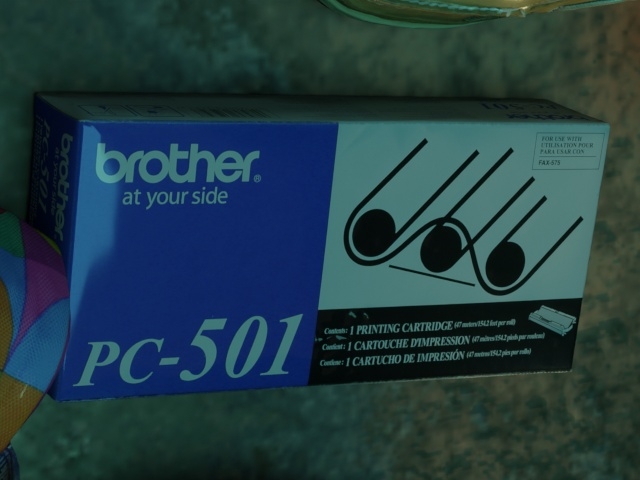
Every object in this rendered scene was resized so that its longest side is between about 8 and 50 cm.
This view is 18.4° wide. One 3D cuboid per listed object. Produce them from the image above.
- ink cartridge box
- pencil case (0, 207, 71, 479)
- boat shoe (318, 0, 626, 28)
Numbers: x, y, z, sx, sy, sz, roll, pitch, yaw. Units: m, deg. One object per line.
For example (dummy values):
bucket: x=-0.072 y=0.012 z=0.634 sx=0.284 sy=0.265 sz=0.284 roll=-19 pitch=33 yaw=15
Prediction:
ink cartridge box: x=0.000 y=0.000 z=0.697 sx=0.207 sy=0.046 sz=0.097 roll=-2 pitch=107 yaw=-28
pencil case: x=-0.181 y=-0.003 z=0.570 sx=0.236 sy=0.104 sz=0.104 roll=35 pitch=89 yaw=-31
boat shoe: x=0.088 y=-0.109 z=0.690 sx=0.190 sy=0.072 sz=0.068 roll=-12 pitch=112 yaw=-24
